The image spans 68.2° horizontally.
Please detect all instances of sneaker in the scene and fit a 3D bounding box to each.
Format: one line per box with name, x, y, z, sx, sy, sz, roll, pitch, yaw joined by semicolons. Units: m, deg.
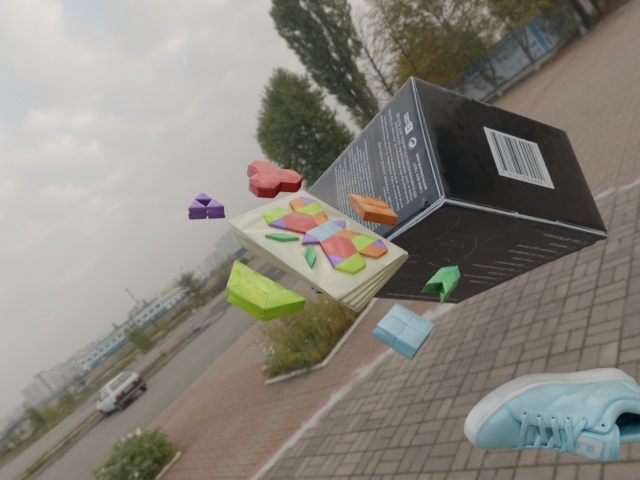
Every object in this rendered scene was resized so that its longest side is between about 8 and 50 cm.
sneaker;0.454;0.331;0.861;0.365;0.135;0.150;-12;22;-7

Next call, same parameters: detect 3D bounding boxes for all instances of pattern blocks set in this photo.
pattern blocks set;0.000;0.000;0.554;0.285;0.324;0.026;-48;-23;-52

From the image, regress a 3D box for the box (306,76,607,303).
box;0.279;-0.064;1.119;0.479;0.297;0.472;8;-30;-28
